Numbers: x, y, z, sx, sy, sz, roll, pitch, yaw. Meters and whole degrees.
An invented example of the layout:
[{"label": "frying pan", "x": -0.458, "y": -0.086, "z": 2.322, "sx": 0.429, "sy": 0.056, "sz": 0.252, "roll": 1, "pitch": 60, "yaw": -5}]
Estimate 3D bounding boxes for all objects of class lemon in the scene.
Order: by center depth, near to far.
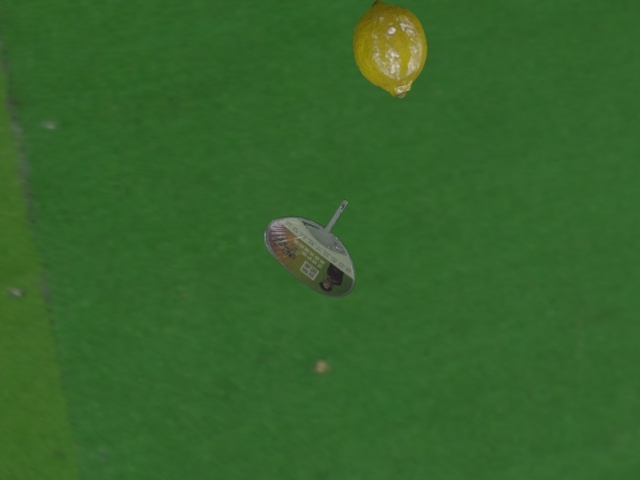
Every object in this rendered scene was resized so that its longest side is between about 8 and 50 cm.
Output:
[{"label": "lemon", "x": 0.058, "y": -0.159, "z": 1.635, "sx": 0.062, "sy": 0.062, "sz": 0.083, "roll": -16, "pitch": 93, "yaw": -25}]

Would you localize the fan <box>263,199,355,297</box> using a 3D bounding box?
[{"label": "fan", "x": 0.003, "y": 0.007, "z": 1.125, "sx": 0.060, "sy": 0.080, "sz": 0.003, "roll": 55, "pitch": 49, "yaw": -18}]
